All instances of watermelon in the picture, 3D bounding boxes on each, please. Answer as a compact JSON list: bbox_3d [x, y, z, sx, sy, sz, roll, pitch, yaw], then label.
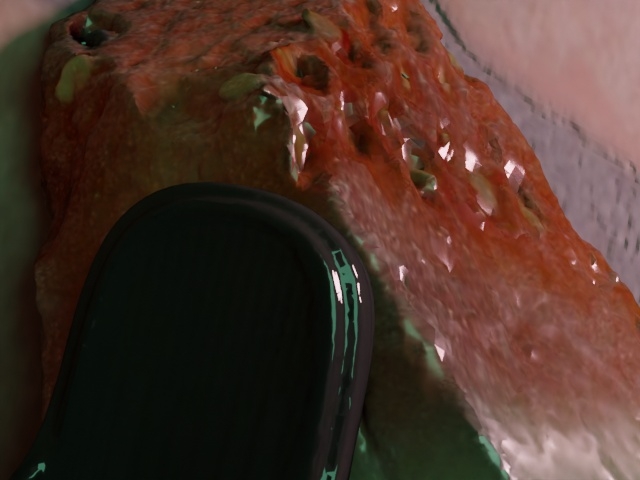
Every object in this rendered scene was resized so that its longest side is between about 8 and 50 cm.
[{"bbox_3d":[0.000,0.000,0.582,0.193,0.140,0.256,-3,67,-41],"label":"watermelon"}]

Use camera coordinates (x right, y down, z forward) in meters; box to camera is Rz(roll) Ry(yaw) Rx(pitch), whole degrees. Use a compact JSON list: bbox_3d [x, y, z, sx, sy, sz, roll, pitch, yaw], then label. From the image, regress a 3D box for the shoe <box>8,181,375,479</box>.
[{"bbox_3d":[-0.053,0.099,0.468,0.093,0.108,0.241,24,76,-72],"label":"shoe"}]
